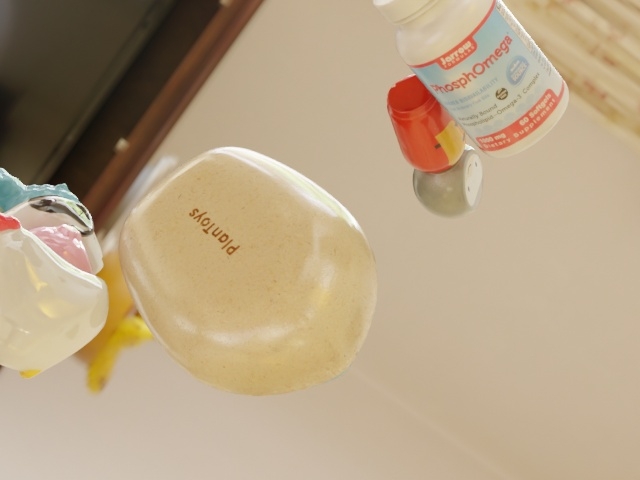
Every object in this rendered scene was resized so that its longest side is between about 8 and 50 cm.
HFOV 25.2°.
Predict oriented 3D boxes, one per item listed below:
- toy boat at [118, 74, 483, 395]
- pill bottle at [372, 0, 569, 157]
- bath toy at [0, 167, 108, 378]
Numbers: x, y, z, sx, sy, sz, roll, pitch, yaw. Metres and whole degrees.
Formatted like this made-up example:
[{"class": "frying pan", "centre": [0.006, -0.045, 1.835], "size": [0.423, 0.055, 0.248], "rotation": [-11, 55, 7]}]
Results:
[{"class": "toy boat", "centre": [0.000, 0.000, 1.200], "size": [0.318, 0.148, 0.267], "rotation": [-37, -132, -6]}, {"class": "pill bottle", "centre": [0.114, -0.146, 1.104], "size": [0.087, 0.160, 0.087], "rotation": [-35, -154, 20]}, {"class": "bath toy", "centre": [-0.267, 0.015, 1.224], "size": [0.151, 0.129, 0.348], "rotation": [-31, -163, -5]}]
